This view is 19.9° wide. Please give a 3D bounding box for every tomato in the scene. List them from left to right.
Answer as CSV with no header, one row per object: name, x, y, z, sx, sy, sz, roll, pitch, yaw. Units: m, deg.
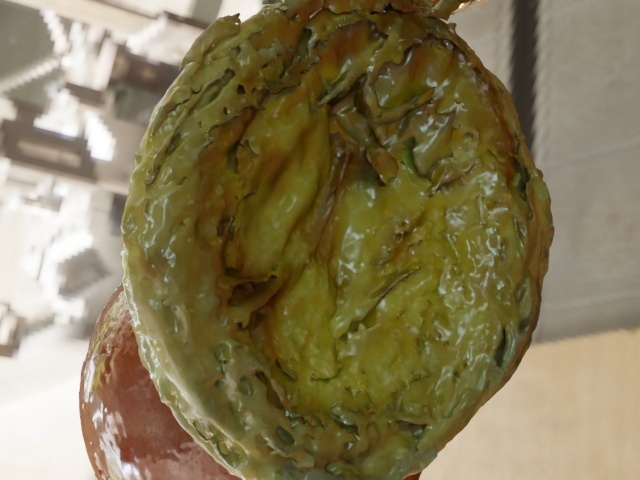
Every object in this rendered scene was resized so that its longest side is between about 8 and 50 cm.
tomato,-0.036,0.084,1.049,0.208,0.208,0.184,-26,57,48

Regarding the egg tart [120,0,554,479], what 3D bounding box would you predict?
egg tart,0.000,0.000,0.825,0.098,0.232,0.252,-7,59,51

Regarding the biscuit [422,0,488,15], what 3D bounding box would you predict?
biscuit,0.058,-0.215,1.708,0.262,0.262,0.037,-12,93,52
